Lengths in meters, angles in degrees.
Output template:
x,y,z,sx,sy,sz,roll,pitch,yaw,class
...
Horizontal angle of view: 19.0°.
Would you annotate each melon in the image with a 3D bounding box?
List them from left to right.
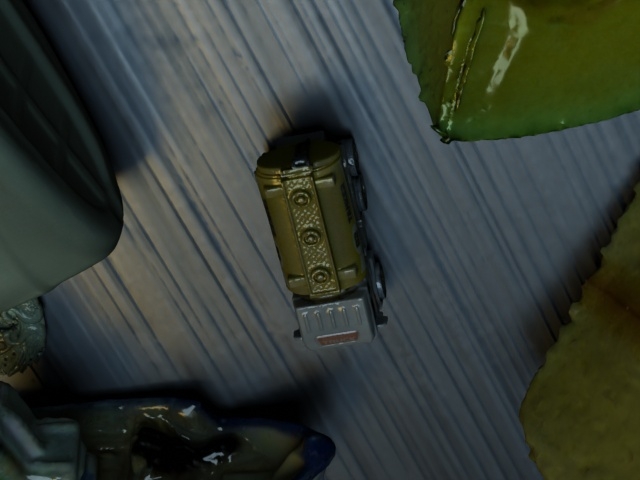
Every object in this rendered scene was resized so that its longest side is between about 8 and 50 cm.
x,y,z,sx,sy,sz,roll,pitch,yaw,class
0.133,-0.182,0.856,0.169,0.129,0.265,1,122,-24,melon

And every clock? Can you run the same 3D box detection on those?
x,y,z,sx,sy,sz,roll,pitch,yaw,class
-0.194,0.047,1.066,0.083,0.010,0.074,-2,121,5,clock

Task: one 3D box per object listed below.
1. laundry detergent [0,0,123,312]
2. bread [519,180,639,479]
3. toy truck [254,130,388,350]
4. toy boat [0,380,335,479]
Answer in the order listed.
x,y,z,sx,sy,sz,roll,pitch,yaw,class
-0.326,-0.021,0.964,0.397,0.125,0.264,-20,130,16,laundry detergent
0.333,0.099,1.023,0.361,0.245,0.233,15,108,-40,bread
0.000,0.000,0.997,0.052,0.063,0.123,-9,120,8,toy truck
-0.123,0.127,1.045,0.262,0.114,0.115,1,133,-3,toy boat
